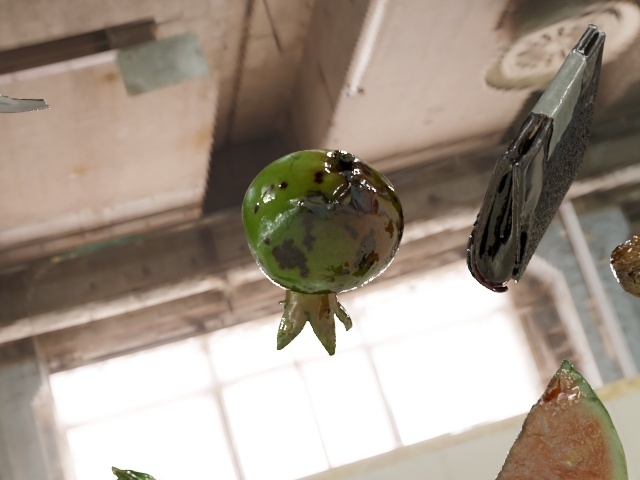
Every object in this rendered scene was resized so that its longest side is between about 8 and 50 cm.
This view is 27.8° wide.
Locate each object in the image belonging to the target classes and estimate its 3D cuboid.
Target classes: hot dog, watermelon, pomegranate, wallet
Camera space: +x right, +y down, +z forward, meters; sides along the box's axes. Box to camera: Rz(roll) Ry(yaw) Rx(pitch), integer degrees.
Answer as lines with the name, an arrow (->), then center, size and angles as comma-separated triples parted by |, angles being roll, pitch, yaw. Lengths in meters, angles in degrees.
hot dog -> 0.369, 0.008, 1.317 | 0.147, 0.065, 0.099 | -28, -41, 2
watermelon -> 0.241, 0.223, 1.277 | 0.146, 0.128, 0.231 | -48, -17, -72
pomegranate -> 0.005, 0.012, 1.253 | 0.156, 0.220, 0.156 | -4, 18, 1
wallet -> 0.251, -0.087, 1.466 | 0.221, 0.071, 0.262 | -53, -20, -27

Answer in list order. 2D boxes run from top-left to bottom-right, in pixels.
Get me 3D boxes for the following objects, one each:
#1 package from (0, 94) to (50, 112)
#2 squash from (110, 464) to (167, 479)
package -> -0.453, -0.176, 1.549 | 0.251, 0.062, 0.204 | 11, 9, -15
squash -> -0.144, 0.303, 1.341 | 0.090, 0.200, 0.075 | -25, -15, -49
